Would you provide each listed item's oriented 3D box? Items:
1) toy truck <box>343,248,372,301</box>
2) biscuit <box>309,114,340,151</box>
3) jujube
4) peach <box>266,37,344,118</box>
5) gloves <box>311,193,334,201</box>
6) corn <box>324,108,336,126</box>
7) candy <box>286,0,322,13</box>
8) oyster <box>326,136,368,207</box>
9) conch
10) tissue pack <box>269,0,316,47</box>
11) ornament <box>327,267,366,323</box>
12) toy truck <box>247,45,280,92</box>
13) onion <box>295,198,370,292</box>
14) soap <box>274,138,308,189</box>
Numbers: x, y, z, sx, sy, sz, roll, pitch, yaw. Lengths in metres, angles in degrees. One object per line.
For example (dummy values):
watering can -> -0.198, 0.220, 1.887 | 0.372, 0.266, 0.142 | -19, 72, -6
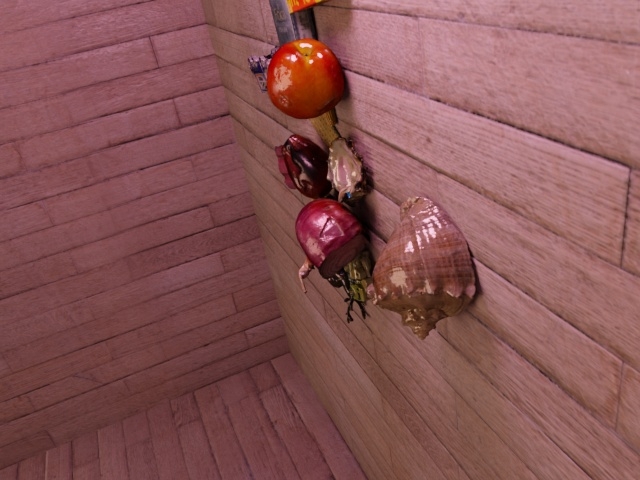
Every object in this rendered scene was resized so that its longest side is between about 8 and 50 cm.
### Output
toy truck -> 0.146, 0.118, 1.973 | 0.116, 0.085, 0.191 | 21, 128, 64
biscuit -> 0.012, -0.383, 1.935 | 0.139, 0.016, 0.231 | 95, 151, -58
jujube -> -0.045, -0.256, 1.970 | 0.236, 0.168, 0.168 | 51, 162, 8
peach -> -0.041, -0.464, 1.670 | 0.243, 0.244, 0.199 | 90, -161, -51
gloves -> 0.021, -0.094, 2.083 | 0.164, 0.124, 0.203 | 35, 127, 41
corn -> 0.027, -0.409, 1.815 | 0.037, 0.037, 0.092 | -141, 35, -62
candy -> -0.024, -0.703, 1.528 | 0.276, 0.088, 0.146 | -149, 40, -66
oyster -> 0.088, -0.203, 1.779 | 0.198, 0.092, 0.259 | -127, 32, -47
conch -> 0.235, 0.077, 1.417 | 0.297, 0.210, 0.351 | -9, 103, 60
tissue pack -> -0.088, -0.691, 1.776 | 0.185, 0.081, 0.256 | 40, 148, 60
ornament -> 0.102, 0.215, 2.248 | 0.236, 0.080, 0.202 | 67, 161, 13
toy truck -> -0.161, -0.608, 2.062 | 0.155, 0.125, 0.268 | 69, 168, -22
onion -> 0.018, -0.025, 1.866 | 0.230, 0.273, 0.256 | 56, 157, 24
soap -> -0.080, -0.292, 2.184 | 0.289, 0.112, 0.182 | -163, 54, -71
